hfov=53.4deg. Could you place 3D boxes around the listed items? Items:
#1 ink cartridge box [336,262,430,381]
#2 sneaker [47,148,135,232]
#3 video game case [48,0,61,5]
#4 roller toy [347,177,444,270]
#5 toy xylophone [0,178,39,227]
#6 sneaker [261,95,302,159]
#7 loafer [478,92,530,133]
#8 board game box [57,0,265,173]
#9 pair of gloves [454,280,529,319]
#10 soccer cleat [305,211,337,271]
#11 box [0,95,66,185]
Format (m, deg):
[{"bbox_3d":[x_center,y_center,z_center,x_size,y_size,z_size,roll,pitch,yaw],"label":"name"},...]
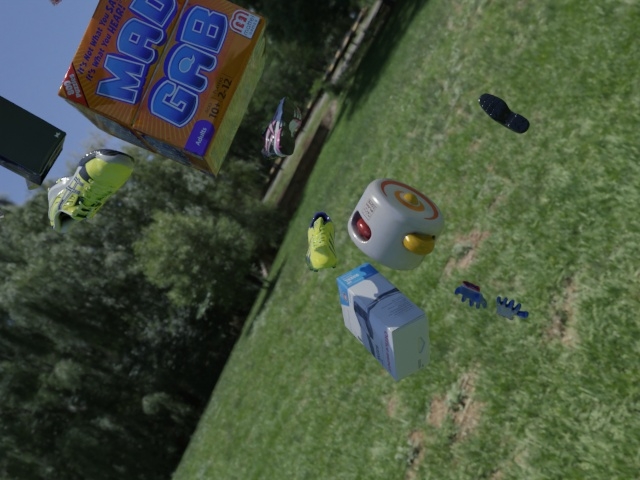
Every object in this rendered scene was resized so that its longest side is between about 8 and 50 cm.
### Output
[{"bbox_3d":[0.193,0.248,1.971,0.307,0.129,0.223,43,151,47],"label":"ink cartridge box"},{"bbox_3d":[-0.661,-0.138,1.847,0.385,0.145,0.147,-28,59,38],"label":"sneaker"},{"bbox_3d":[-0.528,-0.675,1.395,0.285,0.025,0.204,-47,-15,-11],"label":"video game case"},{"bbox_3d":[0.169,-0.042,1.410,0.146,0.191,0.209,-61,-5,29],"label":"roller toy"},{"bbox_3d":[-0.759,-0.160,1.354,0.236,0.322,0.081,-34,-1,-20],"label":"toy xylophone"},{"bbox_3d":[-0.100,-0.257,1.458,0.077,0.072,0.178,-18,42,31],"label":"sneaker"},{"bbox_3d":[0.537,-0.370,1.879,0.062,0.170,0.061,-49,-8,5],"label":"loafer"},{"bbox_3d":[-0.368,-0.407,1.596,0.356,0.357,0.356,159,133,-84],"label":"board game box"},{"bbox_3d":[0.446,0.165,1.670,0.023,0.198,0.159,-62,-19,-14],"label":"pair of gloves"},{"bbox_3d":[-0.001,0.000,1.870,0.289,0.094,0.121,-90,-7,-69],"label":"soccer cleat"},{"bbox_3d":[-0.632,-0.217,1.208,0.184,0.261,0.103,-9,53,65],"label":"box"}]
